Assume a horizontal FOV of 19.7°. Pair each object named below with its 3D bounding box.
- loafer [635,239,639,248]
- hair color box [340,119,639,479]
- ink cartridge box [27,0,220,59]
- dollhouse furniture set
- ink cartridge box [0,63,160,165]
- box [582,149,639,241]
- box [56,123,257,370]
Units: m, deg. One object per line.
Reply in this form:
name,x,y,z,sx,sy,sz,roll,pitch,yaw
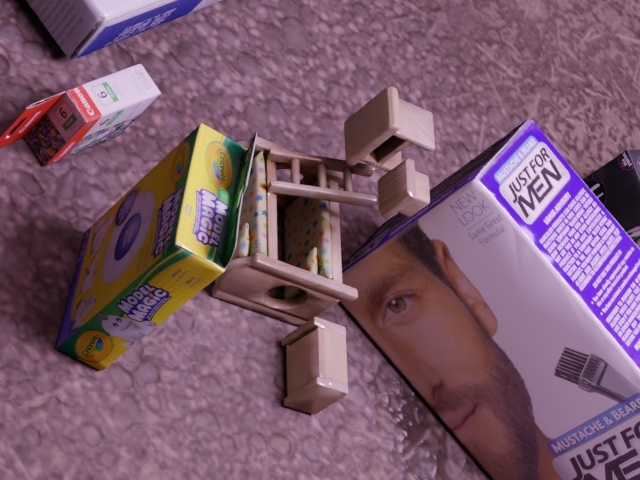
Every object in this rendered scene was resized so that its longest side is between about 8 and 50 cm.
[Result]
loafer,0.349,0.042,1.669,0.148,0.050,0.056,39,44,-16
hair color box,0.186,0.098,1.387,0.339,0.185,0.110,50,43,-3
ink cartridge box,-0.168,-0.327,1.441,0.324,0.071,0.330,-30,82,-47
dollhouse furniture set,0.000,0.000,1.303,0.101,0.161,0.182,21,50,-31
ink cartridge box,-0.171,-0.082,1.278,0.115,0.063,0.029,-29,82,-47
box,0.269,-0.036,1.624,0.052,0.083,0.062,-3,66,-43
box,-0.104,0.001,1.196,0.043,0.179,0.105,30,47,-25
